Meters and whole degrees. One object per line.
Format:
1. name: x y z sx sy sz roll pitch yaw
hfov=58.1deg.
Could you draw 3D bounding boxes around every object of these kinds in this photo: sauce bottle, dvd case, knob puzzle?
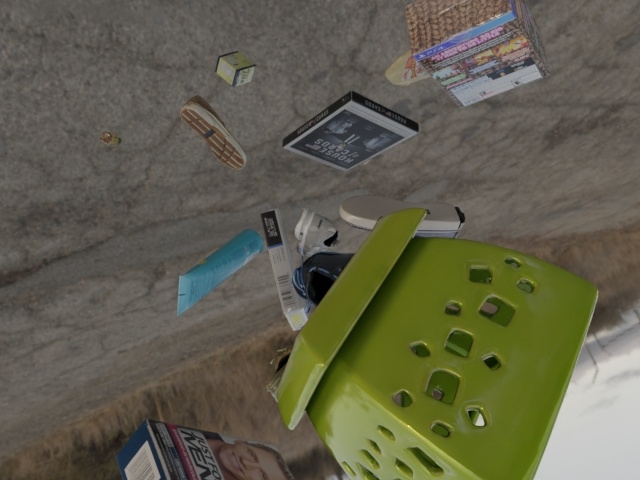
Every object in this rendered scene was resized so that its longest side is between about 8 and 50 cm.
1. sauce bottle: -0.723 -0.352 2.001 0.042 0.042 0.128 -23 -175 3
2. dvd case: 0.058 -0.220 1.211 0.179 0.029 0.239 16 156 -33
3. knob puzzle: 0.297 -0.579 1.892 0.213 0.030 0.213 -20 161 -7

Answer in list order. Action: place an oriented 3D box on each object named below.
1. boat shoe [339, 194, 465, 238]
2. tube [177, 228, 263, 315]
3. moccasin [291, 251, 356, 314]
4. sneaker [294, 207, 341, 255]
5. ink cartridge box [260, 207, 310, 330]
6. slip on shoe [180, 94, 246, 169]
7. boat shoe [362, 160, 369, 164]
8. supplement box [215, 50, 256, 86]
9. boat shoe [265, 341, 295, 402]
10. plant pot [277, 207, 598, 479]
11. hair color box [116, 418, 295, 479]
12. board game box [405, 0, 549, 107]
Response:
1. boat shoe: 0.208 -0.020 1.548 0.341 0.127 0.158 5 128 -9
2. tube: -0.172 0.045 0.978 0.207 0.052 0.080 -43 146 -52
3. moccasin: 0.006 0.091 1.313 0.117 0.137 0.342 -36 -175 -28
4. sneaker: 0.000 0.000 1.601 0.281 0.115 0.105 63 50 -77
5. ink cartridge box: -0.098 0.103 1.694 0.072 0.303 0.307 -15 159 -5
6. slip on shoe: -0.164 -0.171 0.916 0.051 0.041 0.135 -21 127 39
7. boat shoe: 0.128 -0.314 2.022 0.063 0.059 0.170 -51 153 11
8. supplement box: -0.254 -0.515 1.730 0.083 0.083 0.056 -35 160 -43
9. boat shoe: -0.068 0.293 1.347 0.104 0.089 0.285 -51 -173 8
10. plant pot: 0.091 0.118 0.560 0.228 0.207 0.227 -52 169 -32
11. hair color box: -0.198 0.464 1.107 0.347 0.174 0.105 32 100 -43
12. board game box: 0.375 -0.470 1.363 0.232 0.141 0.291 -16 157 32
